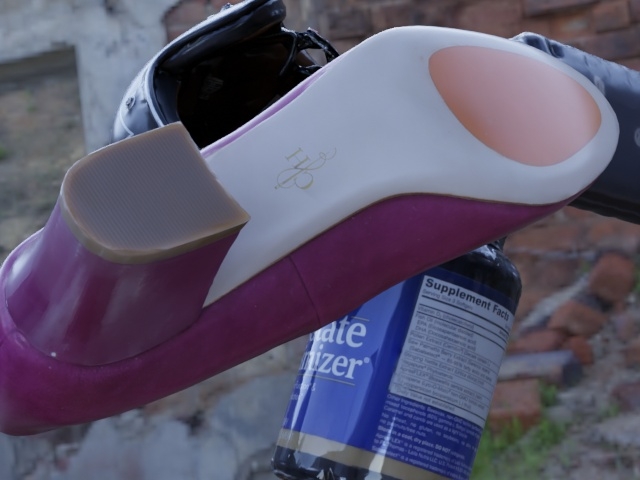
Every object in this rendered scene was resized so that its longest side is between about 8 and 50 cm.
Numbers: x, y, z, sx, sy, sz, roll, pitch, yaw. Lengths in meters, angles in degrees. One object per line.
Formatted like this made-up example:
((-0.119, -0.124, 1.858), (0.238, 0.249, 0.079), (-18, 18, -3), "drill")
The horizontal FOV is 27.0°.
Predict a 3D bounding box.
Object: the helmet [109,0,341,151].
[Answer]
((-0.051, -0.059, 0.835), (0.161, 0.169, 0.169), (-41, 1, -6), "helmet")

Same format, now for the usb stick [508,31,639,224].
((0.187, -0.041, 0.690), (0.278, 0.077, 0.045), (12, -5, -36), "usb stick")

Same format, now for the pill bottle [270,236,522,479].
((0.056, 0.060, 0.841), (0.123, 0.219, 0.123), (16, -11, 3), "pill bottle")

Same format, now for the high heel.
((0.000, 0.000, 0.457), (0.244, 0.082, 0.117), (-24, -21, -40), "high heel")
